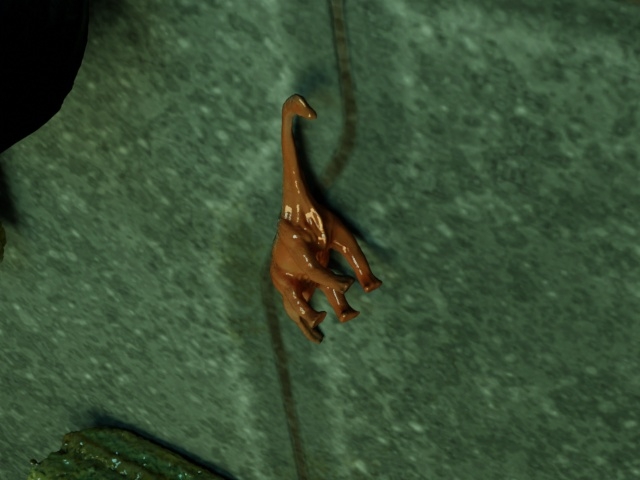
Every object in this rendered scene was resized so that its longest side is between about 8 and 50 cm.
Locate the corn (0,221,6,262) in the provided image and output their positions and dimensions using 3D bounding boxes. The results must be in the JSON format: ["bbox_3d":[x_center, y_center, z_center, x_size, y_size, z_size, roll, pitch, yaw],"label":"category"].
[{"bbox_3d":[-0.312,-0.066,1.280,0.093,0.093,0.244,16,138,21],"label":"corn"}]

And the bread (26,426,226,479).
[{"bbox_3d":[-0.169,0.259,1.526,0.196,0.102,0.138,25,139,15],"label":"bread"}]

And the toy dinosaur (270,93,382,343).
[{"bbox_3d":[-0.005,0.003,1.169,0.101,0.055,0.279,46,149,21],"label":"toy dinosaur"}]

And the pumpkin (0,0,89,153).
[{"bbox_3d":[-0.290,-0.114,1.017,0.295,0.296,0.296,19,140,17],"label":"pumpkin"}]
